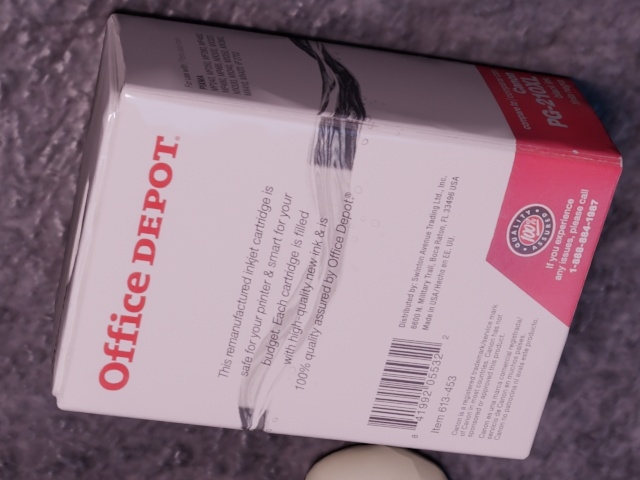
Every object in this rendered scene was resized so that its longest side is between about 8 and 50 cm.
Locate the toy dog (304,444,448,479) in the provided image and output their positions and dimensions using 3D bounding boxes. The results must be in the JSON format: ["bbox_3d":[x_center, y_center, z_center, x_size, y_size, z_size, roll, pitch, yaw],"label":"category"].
[{"bbox_3d":[0.007,0.377,0.970,0.284,0.408,0.395,-21,119,4],"label":"toy dog"}]

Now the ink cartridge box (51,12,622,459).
[{"bbox_3d":[0.000,0.000,0.938,0.237,0.100,0.172,7,117,-14],"label":"ink cartridge box"}]
